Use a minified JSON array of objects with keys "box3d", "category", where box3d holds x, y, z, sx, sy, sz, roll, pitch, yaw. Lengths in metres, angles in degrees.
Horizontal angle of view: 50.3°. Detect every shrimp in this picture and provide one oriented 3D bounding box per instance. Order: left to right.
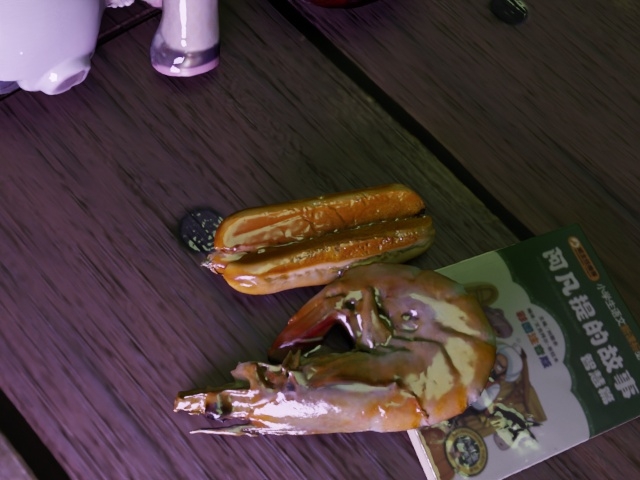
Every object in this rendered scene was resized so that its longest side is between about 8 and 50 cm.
[{"box3d":[0.010,0.096,0.602,0.287,0.063,0.152,-6,70,0],"category":"shrimp"}]

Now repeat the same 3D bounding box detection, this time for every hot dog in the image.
[{"box3d":[0.000,0.000,0.661,0.235,0.062,0.092,-9,68,-17],"category":"hot dog"}]

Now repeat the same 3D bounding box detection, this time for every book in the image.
[{"box3d":[0.189,0.107,0.663,0.264,0.027,0.202,-17,68,-17],"category":"book"}]

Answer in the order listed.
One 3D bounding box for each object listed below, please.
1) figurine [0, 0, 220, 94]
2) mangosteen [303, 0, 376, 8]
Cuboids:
[{"box3d":[-0.276,-0.283,0.661,0.361,0.211,0.253,-17,69,-18],"category":"figurine"},{"box3d":[0.007,-0.382,0.781,0.261,0.236,0.235,15,53,46],"category":"mangosteen"}]
